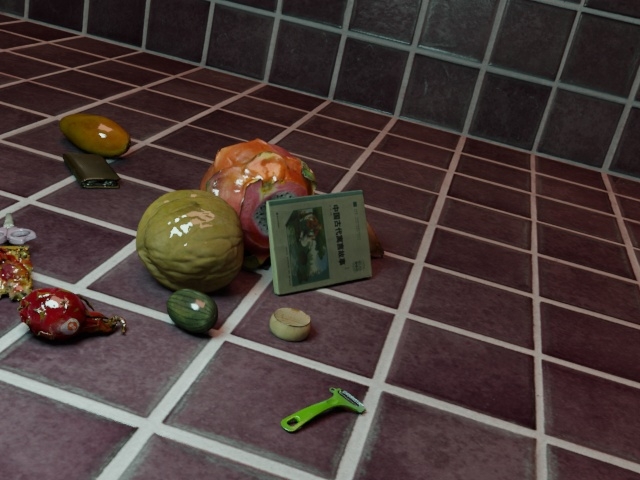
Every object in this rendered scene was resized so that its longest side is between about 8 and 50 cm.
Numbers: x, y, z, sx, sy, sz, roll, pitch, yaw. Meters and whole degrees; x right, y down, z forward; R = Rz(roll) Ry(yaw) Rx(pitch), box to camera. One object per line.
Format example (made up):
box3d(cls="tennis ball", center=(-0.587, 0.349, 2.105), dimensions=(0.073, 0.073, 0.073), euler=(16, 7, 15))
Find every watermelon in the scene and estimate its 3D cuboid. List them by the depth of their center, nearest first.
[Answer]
box3d(cls="watermelon", center=(-0.243, 0.132, 1.462), dimensions=(0.111, 0.078, 0.078), euler=(22, 25, 27))

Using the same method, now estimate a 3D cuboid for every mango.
box3d(cls="mango", center=(-0.658, -0.309, 2.222), dimensions=(0.253, 0.113, 0.138), euler=(21, 14, 26))

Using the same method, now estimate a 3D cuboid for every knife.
box3d(cls="knife", center=(-0.001, 0.285, 1.307), dimensions=(0.166, 0.022, 0.078), euler=(-10, 26, -44))

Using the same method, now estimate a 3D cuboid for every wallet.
box3d(cls="wallet", center=(-0.615, -0.190, 2.076), dimensions=(0.110, 0.031, 0.198), euler=(-3, 27, -33))

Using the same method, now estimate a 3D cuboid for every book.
box3d(cls="book", center=(0.000, 0.000, 1.748), dimensions=(0.283, 0.214, 0.025), euler=(-11, 8, -40))

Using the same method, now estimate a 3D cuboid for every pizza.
box3d(cls="pizza", center=(-0.607, 0.054, 1.485), dimensions=(0.193, 0.053, 0.201), euler=(22, 24, 22))

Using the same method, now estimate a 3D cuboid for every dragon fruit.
box3d(cls="dragon fruit", center=(-0.430, 0.134, 1.359), dimensions=(0.191, 0.094, 0.094), euler=(14, 20, -27))
box3d(cls="dragon fruit", center=(-0.131, -0.083, 1.774), dimensions=(0.291, 0.290, 0.189), euler=(-3, 34, -33))

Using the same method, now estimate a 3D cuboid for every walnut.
box3d(cls="walnut", center=(-0.269, 0.003, 1.600), dimensions=(0.228, 0.228, 0.228), euler=(11, 23, -5))

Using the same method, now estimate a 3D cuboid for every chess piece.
box3d(cls="chess piece", center=(-0.060, 0.166, 1.533), dimensions=(0.084, 0.038, 0.083), euler=(9, 22, -4))

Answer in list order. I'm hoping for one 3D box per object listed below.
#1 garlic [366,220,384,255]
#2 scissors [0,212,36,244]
box3d(cls="garlic", center=(0.055, -0.021, 1.956), dimensions=(0.207, 0.128, 0.115), euler=(32, 53, 24))
box3d(cls="scissors", center=(-0.667, -0.025, 1.652), dimensions=(0.110, 0.021, 0.212), euler=(-4, 17, -20))
